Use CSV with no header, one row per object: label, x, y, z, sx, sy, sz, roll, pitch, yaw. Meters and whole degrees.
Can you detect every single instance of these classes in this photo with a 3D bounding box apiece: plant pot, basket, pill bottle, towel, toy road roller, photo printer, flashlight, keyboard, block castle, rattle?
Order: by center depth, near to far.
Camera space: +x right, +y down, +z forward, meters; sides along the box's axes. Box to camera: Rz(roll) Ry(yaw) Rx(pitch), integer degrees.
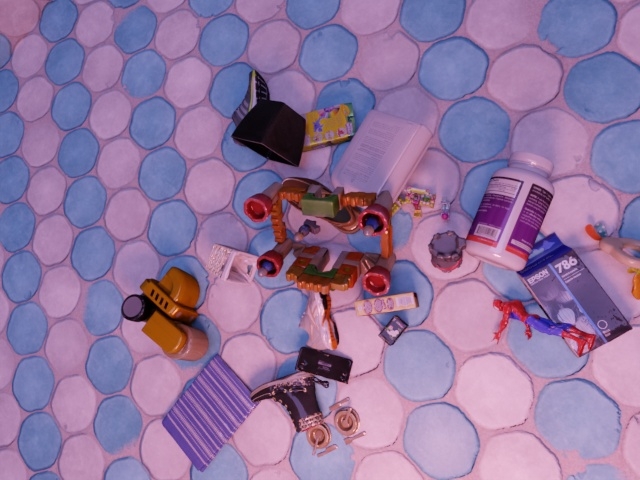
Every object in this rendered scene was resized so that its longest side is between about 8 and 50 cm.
rattle,0.843,0.051,1.315,0.199,0.143,0.130,27,58,34
flashlight,0.358,0.033,1.327,0.103,0.304,0.103,35,94,20
pill bottle,0.558,-0.085,1.345,0.181,0.181,0.323,23,89,19
block castle,0.000,0.000,1.416,0.452,0.213,0.303,7,124,22
photo printer,0.184,-0.253,1.489,0.256,0.107,0.308,33,93,45
keyboard,0.009,0.420,1.496,0.180,0.023,0.108,16,72,-1
plant pot,-0.161,-0.379,1.587,0.187,0.188,0.167,22,88,42
basket,-0.307,0.083,1.609,0.103,0.167,0.114,20,88,26
towel,-0.393,0.610,1.631,0.243,0.040,0.336,41,93,20
toy road roller,-0.509,0.247,1.633,0.329,0.202,0.241,35,83,21

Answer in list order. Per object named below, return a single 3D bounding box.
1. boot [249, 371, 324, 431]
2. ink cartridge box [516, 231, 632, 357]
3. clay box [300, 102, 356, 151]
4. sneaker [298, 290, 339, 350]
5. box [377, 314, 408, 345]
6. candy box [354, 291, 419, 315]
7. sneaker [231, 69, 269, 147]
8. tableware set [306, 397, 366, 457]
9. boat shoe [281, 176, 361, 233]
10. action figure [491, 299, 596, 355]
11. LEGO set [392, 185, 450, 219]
boot,-0.111,0.543,1.507,0.236,0.085,0.179,-23,66,10
ink cartridge box,0.708,0.150,1.327,0.165,0.065,0.333,-35,73,11
clay box,0.018,-0.399,1.629,0.221,0.053,0.128,-9,79,16
sneaker,-0.026,0.240,1.532,0.120,0.099,0.263,-15,77,20
box,0.232,0.285,1.458,0.052,0.062,0.083,41,96,20
candy box,0.210,0.201,1.452,0.186,0.109,0.053,-13,79,15
sneaker,-0.269,-0.488,1.709,0.121,0.111,0.300,2,81,22
tableware set,0.036,0.611,1.486,0.194,0.039,0.128,-31,74,11
boat shoe,-0.002,-0.134,1.562,0.323,0.120,0.123,27,91,19
action figure,0.605,0.264,1.309,0.280,0.091,0.139,32,119,47
LEGO set,0.267,-0.106,1.479,0.286,0.107,0.132,-11,79,16
